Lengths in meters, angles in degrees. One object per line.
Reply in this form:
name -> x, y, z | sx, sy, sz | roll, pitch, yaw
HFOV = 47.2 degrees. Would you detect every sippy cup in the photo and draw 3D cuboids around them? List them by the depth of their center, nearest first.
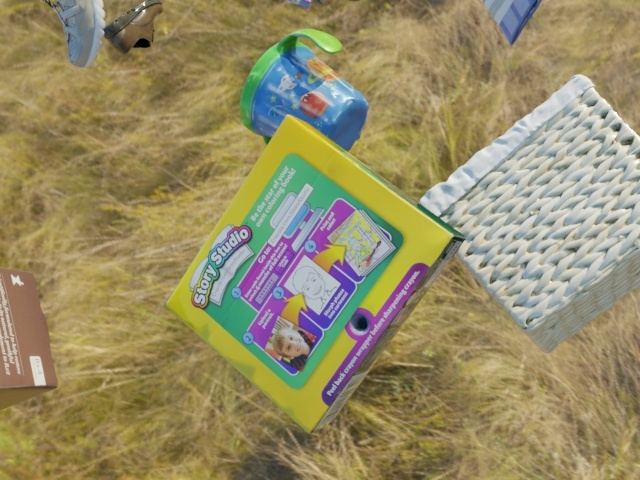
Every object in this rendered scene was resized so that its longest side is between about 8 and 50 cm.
sippy cup -> -0.023, -0.297, 1.646 | 0.224, 0.305, 0.240 | 35, 79, 22

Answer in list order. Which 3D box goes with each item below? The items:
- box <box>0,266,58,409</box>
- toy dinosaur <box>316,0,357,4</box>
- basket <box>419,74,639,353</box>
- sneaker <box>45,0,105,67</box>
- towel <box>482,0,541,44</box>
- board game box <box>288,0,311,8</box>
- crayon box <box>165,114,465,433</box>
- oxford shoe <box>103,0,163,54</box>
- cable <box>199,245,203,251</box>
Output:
box -> -0.604, 0.195, 1.104 | 0.381, 0.143, 0.191 | -23, 74, 13
toy dinosaur -> 0.094, -0.696, 1.849 | 0.295, 0.127, 0.200 | 21, 101, 57
basket -> 0.382, -0.020, 1.183 | 0.331, 0.328, 0.266 | -39, 65, 9
sneaker -> -0.441, -0.434, 1.255 | 0.105, 0.115, 0.281 | 45, 139, 46
towel -> 0.403, -0.613, 1.645 | 0.285, 0.034, 0.209 | 66, 156, 22
board game box -> -0.049, -0.392, 1.058 | 0.020, 0.090, 0.090 | 146, 137, -67
crayon box -> -0.017, 0.048, 1.119 | 0.313, 0.106, 0.363 | 38, 102, 19
oxford shoe -> -0.439, -0.513, 1.771 | 0.082, 0.096, 0.227 | -18, 29, 37
cable -> -0.153, 0.014, 1.751 | 0.257, 0.257, 0.089 | -18, 90, -14
